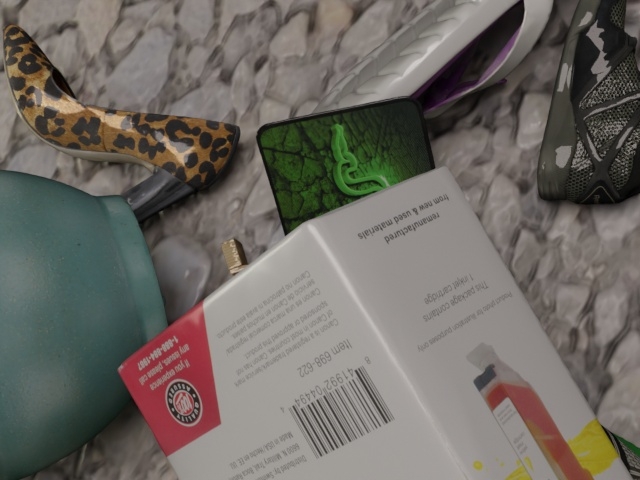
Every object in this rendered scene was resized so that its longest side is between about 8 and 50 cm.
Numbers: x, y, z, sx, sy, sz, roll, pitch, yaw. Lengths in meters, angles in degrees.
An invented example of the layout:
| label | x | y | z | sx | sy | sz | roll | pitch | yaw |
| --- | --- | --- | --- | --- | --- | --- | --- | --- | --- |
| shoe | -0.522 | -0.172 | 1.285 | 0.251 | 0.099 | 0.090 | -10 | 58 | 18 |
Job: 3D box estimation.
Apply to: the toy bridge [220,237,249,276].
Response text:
| label | x | y | z | sx | sy | sz | roll | pitch | yaw |
| --- | --- | --- | --- | --- | --- | --- | --- | --- | --- |
| toy bridge | 0.000 | 0.000 | 1.075 | 0.188 | 0.026 | 0.063 | -20 | 72 | 8 |

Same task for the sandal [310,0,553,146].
| label | x | y | z | sx | sy | sz | roll | pitch | yaw |
| --- | --- | --- | --- | --- | --- | --- | --- | --- | --- |
| sandal | 0.157 | -0.194 | 1.046 | 0.416 | 0.169 | 0.102 | -40 | 103 | 3 |

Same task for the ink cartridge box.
| label | x | y | z | sx | sy | sz | roll | pitch | yaw |
| --- | --- | --- | --- | --- | --- | --- | --- | --- | --- |
| ink cartridge box | 0.059 | 0.185 | 0.816 | 0.279 | 0.160 | 0.384 | -36 | 82 | 44 |

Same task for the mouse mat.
| label | x | y | z | sx | sy | sz | roll | pitch | yaw |
| --- | --- | --- | --- | --- | --- | --- | --- | --- | --- |
| mouse mat | 0.035 | -0.033 | 1.017 | 0.152 | 0.189 | 0.007 | -11 | 27 | 11 |

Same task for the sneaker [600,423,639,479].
| label | x | y | z | sx | sy | sz | roll | pitch | yaw |
| --- | --- | --- | --- | --- | --- | --- | --- | --- | --- |
| sneaker | 0.161 | 0.177 | 0.915 | 0.343 | 0.146 | 0.134 | 33 | 84 | 21 |

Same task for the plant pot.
| label | x | y | z | sx | sy | sz | roll | pitch | yaw |
| --- | --- | --- | --- | --- | --- | --- | --- | --- | --- |
| plant pot | -0.253 | 0.064 | 1.008 | 0.196 | 0.293 | 0.293 | -14 | 68 | -19 |

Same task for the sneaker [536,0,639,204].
| label | x | y | z | sx | sy | sz | roll | pitch | yaw |
| --- | --- | --- | --- | --- | --- | --- | --- | --- | --- |
| sneaker | 0.280 | -0.139 | 1.016 | 0.130 | 0.087 | 0.227 | 9 | 79 | 15 |

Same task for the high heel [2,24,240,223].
| label | x | y | z | sx | sy | sz | roll | pitch | yaw |
| --- | --- | --- | --- | --- | --- | --- | --- | --- | --- |
| high heel | -0.206 | -0.146 | 1.135 | 0.186 | 0.093 | 0.261 | -31 | 81 | 7 |
